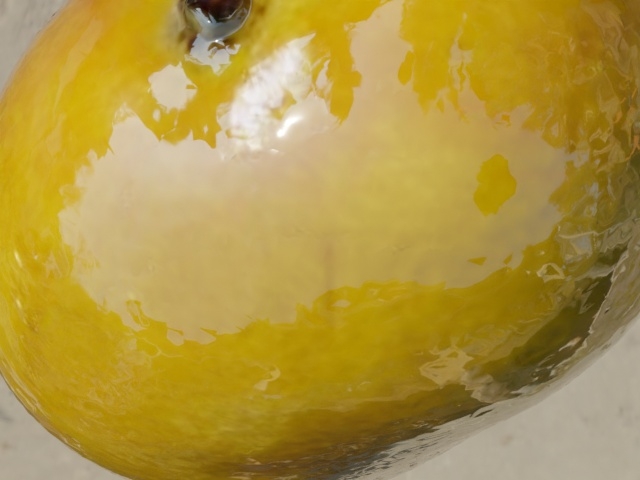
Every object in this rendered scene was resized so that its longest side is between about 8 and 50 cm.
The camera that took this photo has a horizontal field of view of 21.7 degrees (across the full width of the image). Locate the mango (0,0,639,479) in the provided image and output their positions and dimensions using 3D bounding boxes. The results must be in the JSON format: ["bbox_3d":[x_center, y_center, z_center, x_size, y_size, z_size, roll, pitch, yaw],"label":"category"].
[{"bbox_3d":[-0.006,-0.002,0.439,0.175,0.139,0.254,3,151,-19],"label":"mango"}]
